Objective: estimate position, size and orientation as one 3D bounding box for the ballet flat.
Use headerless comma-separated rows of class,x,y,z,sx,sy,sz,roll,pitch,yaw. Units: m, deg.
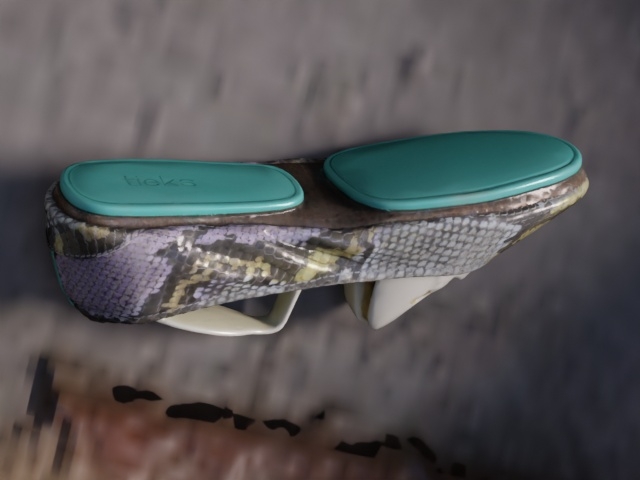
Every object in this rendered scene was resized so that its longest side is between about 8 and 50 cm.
ballet flat,0.000,0.000,0.350,0.114,0.041,0.041,-5,91,-16
